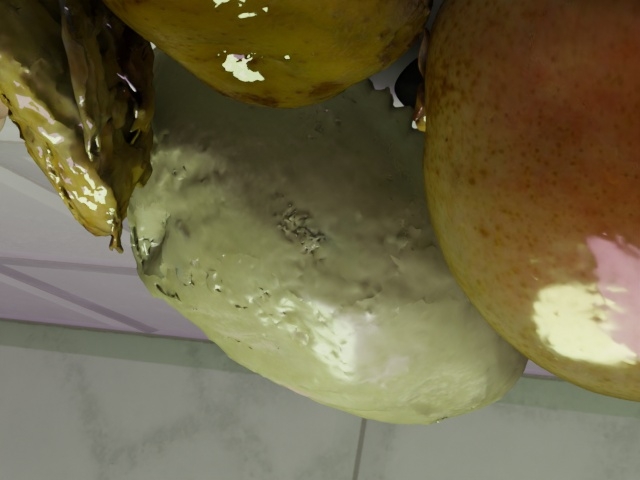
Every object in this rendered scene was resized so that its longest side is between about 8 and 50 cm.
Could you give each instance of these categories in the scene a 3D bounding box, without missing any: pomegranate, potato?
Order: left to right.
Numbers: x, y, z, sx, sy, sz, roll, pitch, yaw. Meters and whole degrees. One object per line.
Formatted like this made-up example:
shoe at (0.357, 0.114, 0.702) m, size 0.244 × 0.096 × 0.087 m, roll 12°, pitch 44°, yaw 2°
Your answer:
potato at (-0.081, -0.194, 0.781) m, size 0.176 × 0.195 × 0.369 m, roll -41°, pitch 139°, yaw 14°
pomegranate at (0.189, -0.064, 0.839) m, size 0.319 × 0.319 × 0.319 m, roll 9°, pitch 168°, yaw 2°

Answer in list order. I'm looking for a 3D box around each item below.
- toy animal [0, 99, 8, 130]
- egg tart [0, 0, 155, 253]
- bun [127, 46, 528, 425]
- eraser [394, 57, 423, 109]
toy animal at (-0.314, -0.147, 1.327) m, size 0.150 × 0.089 × 0.083 m, roll 22°, pitch 169°, yaw -14°
egg tart at (-0.169, -0.134, 0.967) m, size 0.132 × 0.297 × 0.297 m, roll -29°, pitch 170°, yaw -7°
bun at (0.000, 0.000, 1.140) m, size 0.362 × 0.234 × 0.326 m, roll 48°, pitch 178°, yaw -20°
eraser at (0.161, -0.085, 1.286) m, size 0.089 × 0.061 × 0.352 m, roll 5°, pitch 167°, yaw 26°
